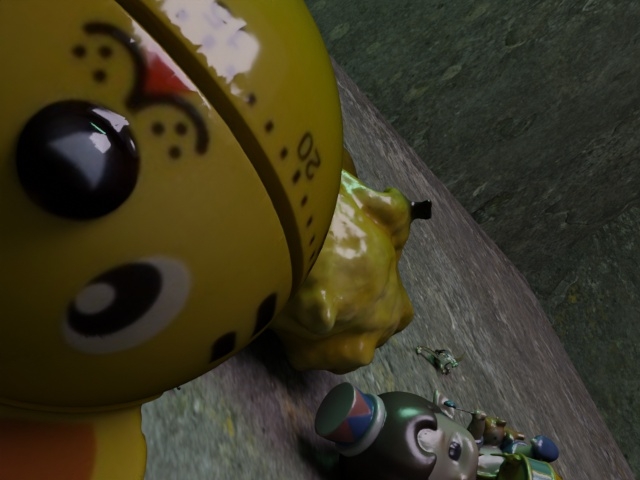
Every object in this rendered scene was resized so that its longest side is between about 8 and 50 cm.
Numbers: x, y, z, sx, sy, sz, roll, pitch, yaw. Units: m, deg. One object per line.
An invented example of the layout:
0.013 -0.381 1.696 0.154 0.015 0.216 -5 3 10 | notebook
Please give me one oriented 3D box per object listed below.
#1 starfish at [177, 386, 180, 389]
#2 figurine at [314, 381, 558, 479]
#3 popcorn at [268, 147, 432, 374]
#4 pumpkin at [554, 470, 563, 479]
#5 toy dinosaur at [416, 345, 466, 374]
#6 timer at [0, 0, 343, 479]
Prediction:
-0.141 0.083 0.818 0.130 0.041 0.133 32 53 -44 | starfish
0.122 0.248 0.932 0.276 0.161 0.158 16 -5 -6 | figurine
0.000 0.000 1.013 0.297 0.281 0.315 60 16 -59 | popcorn
0.283 0.411 1.141 0.190 0.139 0.280 57 18 16 | pumpkin
0.237 0.227 1.580 0.180 0.037 0.058 26 36 -57 | toy dinosaur
-0.174 -0.032 0.515 0.376 0.376 0.387 49 59 -15 | timer
